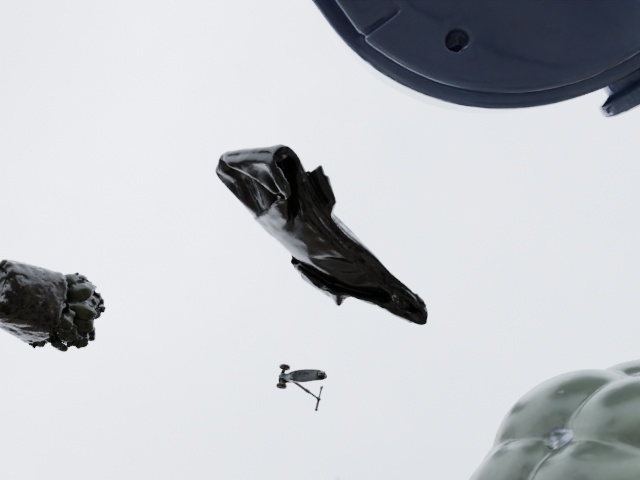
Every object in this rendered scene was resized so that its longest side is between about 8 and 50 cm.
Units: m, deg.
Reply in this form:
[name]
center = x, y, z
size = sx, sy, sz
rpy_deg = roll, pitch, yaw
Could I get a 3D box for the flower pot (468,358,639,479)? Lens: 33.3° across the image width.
[flower pot]
center = 0.210, 0.194, 0.679
size = 0.195, 0.246, 0.246
rpy_deg = -39, -65, 14

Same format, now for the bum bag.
[bum bag]
center = 0.000, 0.000, 1.028
size = 0.248, 0.123, 0.060
rpy_deg = 50, -116, -22

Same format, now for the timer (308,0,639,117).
[timer]
center = 0.161, -0.269, 0.872
size = 0.395, 0.173, 0.394
rpy_deg = 0, -87, 2

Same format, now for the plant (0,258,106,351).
[plant]
center = -0.314, 0.075, 1.209
size = 0.092, 0.094, 0.143
rpy_deg = -25, -32, 32

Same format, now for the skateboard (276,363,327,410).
[skateboard]
center = -0.006, 0.169, 1.237
size = 0.064, 0.032, 0.083
rpy_deg = -6, -30, 28
